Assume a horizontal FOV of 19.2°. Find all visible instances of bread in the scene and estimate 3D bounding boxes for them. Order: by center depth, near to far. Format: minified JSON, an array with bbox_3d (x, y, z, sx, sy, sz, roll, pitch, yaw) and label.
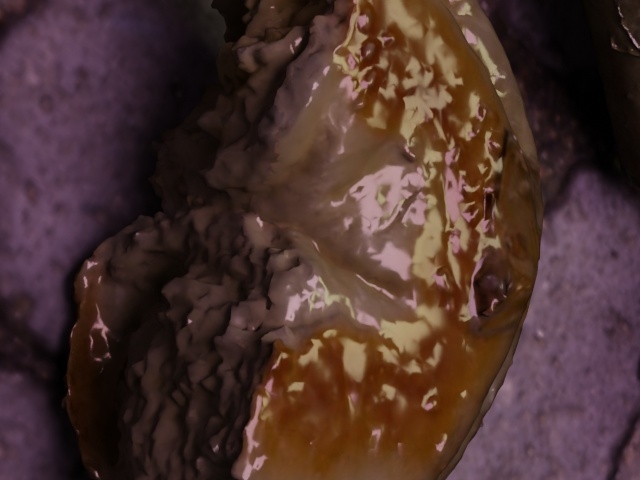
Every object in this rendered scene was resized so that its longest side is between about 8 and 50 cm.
[{"bbox_3d":[0.004,-0.003,0.877,0.192,0.171,0.314,12,82,-38],"label":"bread"}]

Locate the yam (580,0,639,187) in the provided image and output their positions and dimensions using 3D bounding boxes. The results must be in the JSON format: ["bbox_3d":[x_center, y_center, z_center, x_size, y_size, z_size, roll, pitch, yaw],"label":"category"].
[{"bbox_3d":[0.182,-0.152,1.029,0.106,0.106,0.259,-39,126,-31],"label":"yam"}]
